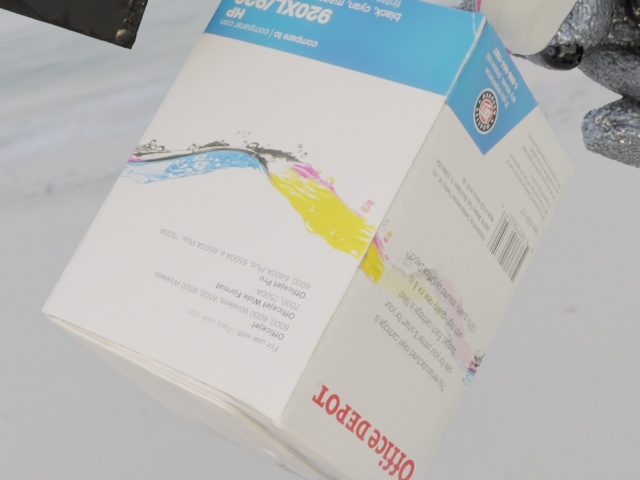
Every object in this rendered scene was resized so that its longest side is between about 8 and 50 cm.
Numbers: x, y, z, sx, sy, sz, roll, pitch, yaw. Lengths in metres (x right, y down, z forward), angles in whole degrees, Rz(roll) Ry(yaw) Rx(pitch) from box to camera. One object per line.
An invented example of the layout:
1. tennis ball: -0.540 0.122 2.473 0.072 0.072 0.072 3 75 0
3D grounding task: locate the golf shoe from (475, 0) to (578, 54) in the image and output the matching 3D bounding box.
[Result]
1. golf shoe: 0.184 -0.204 0.798 0.140 0.306 0.115 34 42 9

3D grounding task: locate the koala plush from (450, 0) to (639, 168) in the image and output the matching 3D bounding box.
1. koala plush: 0.210 -0.196 1.236 0.221 0.203 0.196 6 -33 -19

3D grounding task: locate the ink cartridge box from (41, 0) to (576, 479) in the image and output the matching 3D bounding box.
1. ink cartridge box: 0.000 0.000 0.826 0.168 0.171 0.233 20 74 32

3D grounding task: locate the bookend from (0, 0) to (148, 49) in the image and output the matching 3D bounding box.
1. bookend: -0.168 -0.179 0.798 0.157 0.072 0.156 16 20 -19
